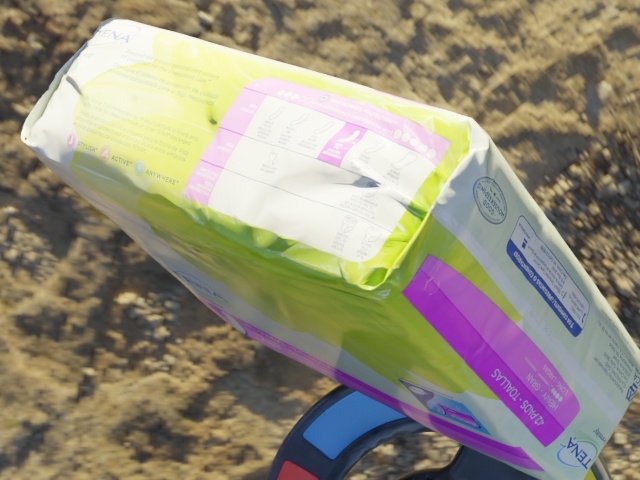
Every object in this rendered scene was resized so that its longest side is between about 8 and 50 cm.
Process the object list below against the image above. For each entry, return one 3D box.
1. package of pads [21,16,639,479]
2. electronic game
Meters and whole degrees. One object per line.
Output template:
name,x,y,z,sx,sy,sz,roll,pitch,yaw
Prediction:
package of pads,0.000,0.000,0.789,0.296,0.229,0.101,21,73,43
electronic game,0.073,0.186,0.917,0.229,0.048,0.229,1,97,12
